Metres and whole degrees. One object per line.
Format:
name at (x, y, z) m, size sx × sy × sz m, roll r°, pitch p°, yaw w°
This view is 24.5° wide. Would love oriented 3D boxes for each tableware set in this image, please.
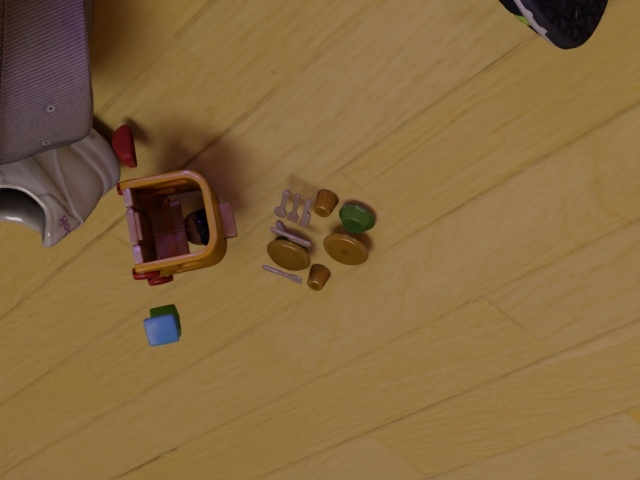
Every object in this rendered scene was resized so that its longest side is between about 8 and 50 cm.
tableware set at (0.000, 0.000, 1.490) m, size 0.104 × 0.024 × 0.154 m, roll 21°, pitch 145°, yaw 3°

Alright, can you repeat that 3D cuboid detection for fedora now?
fedora at (-0.268, -0.158, 1.330) m, size 0.124 × 0.244 × 0.275 m, roll 3°, pitch 140°, yaw -16°

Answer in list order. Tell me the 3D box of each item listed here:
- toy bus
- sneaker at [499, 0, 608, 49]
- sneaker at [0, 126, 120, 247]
toy bus at (-0.139, -0.013, 1.486) m, size 0.104 × 0.202 × 0.191 m, roll -11°, pitch 131°, yaw 1°
sneaker at (0.120, -0.237, 1.067) m, size 0.235 × 0.084 × 0.097 m, roll 47°, pitch 166°, yaw -25°
sneaker at (-0.360, -0.103, 1.483) m, size 0.305 × 0.152 × 0.114 m, roll 28°, pitch 148°, yaw 2°
